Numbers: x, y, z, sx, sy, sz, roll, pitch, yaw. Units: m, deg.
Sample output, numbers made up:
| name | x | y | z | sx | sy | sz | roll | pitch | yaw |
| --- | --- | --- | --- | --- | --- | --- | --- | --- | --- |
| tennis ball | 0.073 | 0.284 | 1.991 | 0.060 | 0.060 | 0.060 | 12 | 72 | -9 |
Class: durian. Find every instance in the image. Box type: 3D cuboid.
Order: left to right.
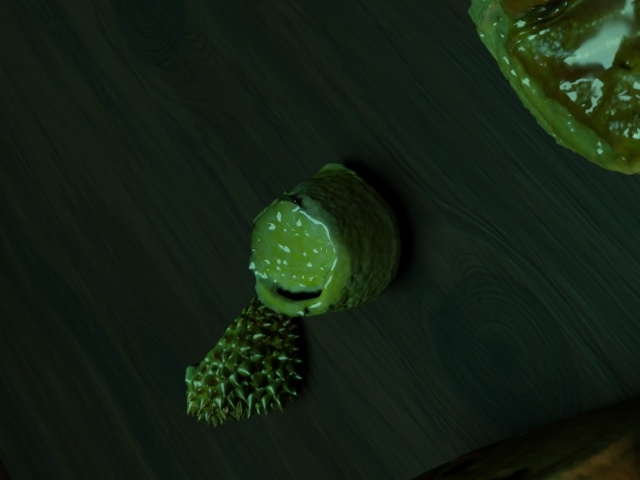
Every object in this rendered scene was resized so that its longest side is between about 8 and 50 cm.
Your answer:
| name | x | y | z | sx | sy | sz | roll | pitch | yaw |
| --- | --- | --- | --- | --- | --- | --- | --- | --- | --- |
| durian | -0.131 | 0.204 | 1.587 | 0.306 | 0.172 | 0.166 | 109 | 155 | -51 |

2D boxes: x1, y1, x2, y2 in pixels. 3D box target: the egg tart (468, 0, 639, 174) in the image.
| name | x | y | z | sx | sy | sz | roll | pitch | yaw |
| --- | --- | --- | --- | --- | --- | --- | --- | --- | --- |
| egg tart | 0.300 | -0.200 | 0.803 | 0.339 | 0.153 | 0.351 | 46 | 138 | 30 |

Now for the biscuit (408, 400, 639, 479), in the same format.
| name | x | y | z | sx | sy | sz | roll | pitch | yaw |
| --- | --- | --- | --- | --- | --- | --- | --- | --- | --- |
| biscuit | 0.157 | 0.273 | 1.059 | 0.455 | 0.350 | 0.078 | -33 | 76 | 39 |

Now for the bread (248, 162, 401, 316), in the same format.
| name | x | y | z | sx | sy | sz | roll | pitch | yaw |
| --- | --- | --- | --- | --- | --- | --- | --- | --- | --- |
| bread | 0.003 | 0.003 | 1.288 | 0.197 | 0.170 | 0.197 | 12 | 109 | 39 |
